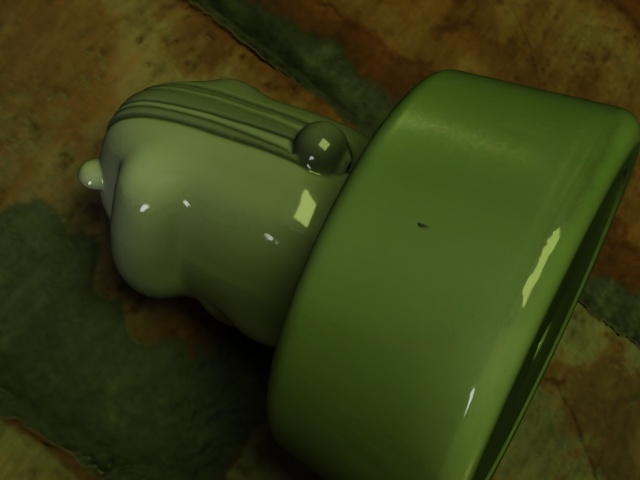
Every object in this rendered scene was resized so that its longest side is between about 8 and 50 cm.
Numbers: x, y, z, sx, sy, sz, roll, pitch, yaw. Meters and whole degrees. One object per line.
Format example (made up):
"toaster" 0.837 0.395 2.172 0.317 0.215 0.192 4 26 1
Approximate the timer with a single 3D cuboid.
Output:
"timer" 0.000 0.000 0.809 0.315 0.291 0.291 24 56 15
